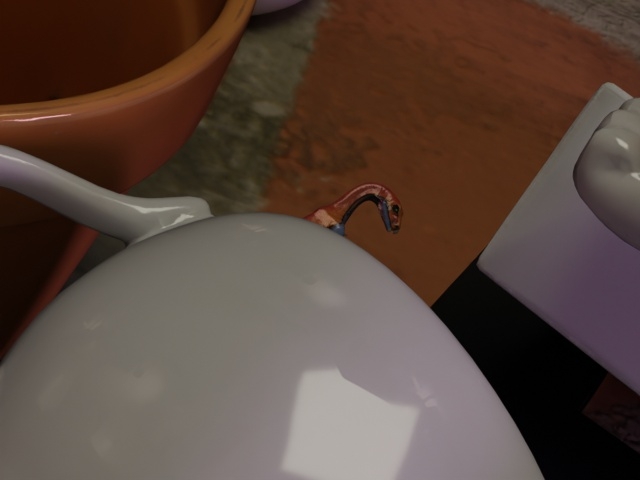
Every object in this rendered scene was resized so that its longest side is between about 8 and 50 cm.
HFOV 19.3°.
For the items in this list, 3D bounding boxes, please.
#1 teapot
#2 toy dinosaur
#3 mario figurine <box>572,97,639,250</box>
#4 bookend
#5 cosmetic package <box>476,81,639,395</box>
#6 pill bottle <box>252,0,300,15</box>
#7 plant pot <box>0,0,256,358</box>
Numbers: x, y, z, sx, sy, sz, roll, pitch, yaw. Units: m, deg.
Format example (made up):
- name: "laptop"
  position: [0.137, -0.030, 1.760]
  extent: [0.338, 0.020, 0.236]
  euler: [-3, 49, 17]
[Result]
- name: "teapot"
  position: [-0.049, 0.120, 0.610]
  extent: [0.187, 0.253, 0.256]
  euler: [-25, 45, -25]
- name: "toy dinosaur"
  position: [0.000, 0.000, 0.879]
  extent: [0.047, 0.090, 0.082]
  euler: [37, 86, 32]
- name: "mario figurine"
  position: [0.172, 0.003, 0.563]
  extent: [0.198, 0.170, 0.321]
  euler: [3, 61, 9]
- name: "bookend"
  position: [0.096, 0.096, 0.816]
  extent: [0.156, 0.072, 0.157]
  euler: [34, 39, 9]
- name: "cosmetic package"
  position: [0.273, 0.096, 0.762]
  extent: [0.377, 0.097, 0.284]
  euler: [39, 13, 24]
- name: "pill bottle"
  position: [-0.034, -0.289, 0.985]
  extent: [0.181, 0.323, 0.181]
  euler: [13, 41, -11]
- name: "plant pot"
  position: [-0.187, -0.071, 0.771]
  extent: [0.290, 0.203, 0.291]
  euler: [12, 41, -11]
